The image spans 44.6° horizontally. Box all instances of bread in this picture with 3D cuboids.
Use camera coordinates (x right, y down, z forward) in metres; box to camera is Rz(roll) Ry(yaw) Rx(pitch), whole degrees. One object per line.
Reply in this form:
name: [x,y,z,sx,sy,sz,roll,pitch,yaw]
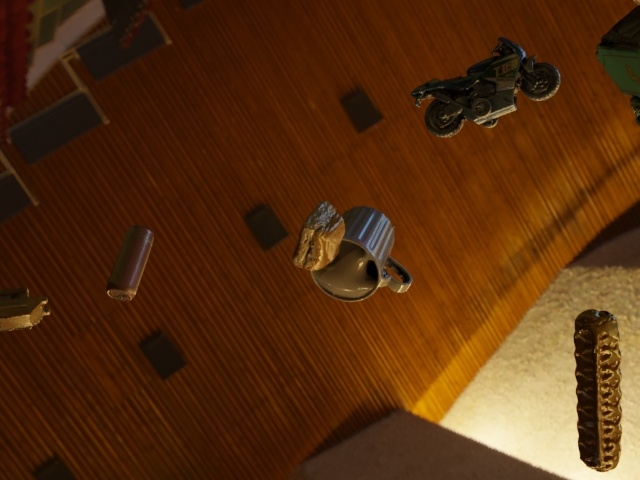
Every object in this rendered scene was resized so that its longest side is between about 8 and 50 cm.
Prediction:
bread: [0.553,0.304,1.556,0.084,0.367,0.077,-10,-160,-2]
bread: [-0.001,-0.001,1.567,0.106,0.082,0.125,-59,169,-51]

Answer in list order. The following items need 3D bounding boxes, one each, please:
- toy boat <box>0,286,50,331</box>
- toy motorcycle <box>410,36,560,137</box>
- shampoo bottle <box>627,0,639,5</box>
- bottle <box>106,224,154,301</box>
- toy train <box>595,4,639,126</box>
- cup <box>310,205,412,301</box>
toy boat: [-0.686,0.147,1.632,0.226,0.088,0.068,-6,142,-17]
toy motorcycle: [0.290,-0.277,1.393,0.255,0.135,0.092,-20,169,21]
shampoo bottle: [0.417,-0.433,1.217,0.260,0.102,0.064,48,-62,48]
bottle: [-0.343,0.040,1.414,0.053,0.053,0.140,-22,-135,42]
toy train: [0.400,-0.190,0.882,0.107,0.154,0.198,-38,-165,8]
cup: [0.098,0.044,1.846,0.167,0.221,0.202,-28,-165,31]
